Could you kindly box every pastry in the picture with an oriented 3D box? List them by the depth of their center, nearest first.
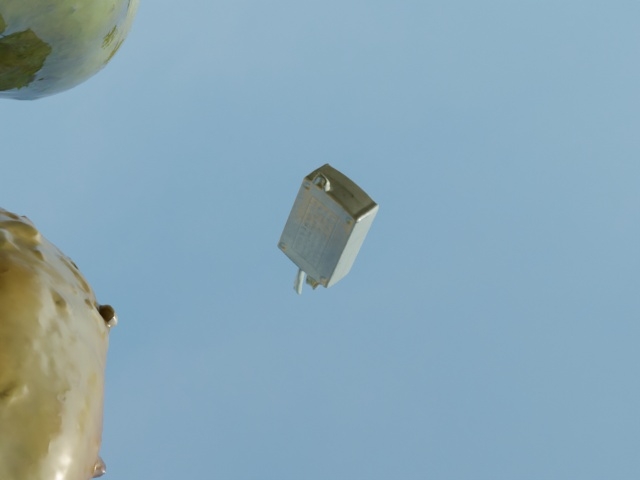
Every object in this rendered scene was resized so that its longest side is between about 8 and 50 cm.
[{"bbox_3d":[-0.255,0.094,0.842,0.284,0.184,0.315,-56,-151,-5],"label":"pastry"}]

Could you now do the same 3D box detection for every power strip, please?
[{"bbox_3d":[0.000,0.000,1.582,0.075,0.175,0.042,41,-134,16],"label":"power strip"}]

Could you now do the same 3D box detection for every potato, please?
[{"bbox_3d":[-0.166,-0.151,0.746,0.169,0.248,0.143,-10,-105,3],"label":"potato"}]
